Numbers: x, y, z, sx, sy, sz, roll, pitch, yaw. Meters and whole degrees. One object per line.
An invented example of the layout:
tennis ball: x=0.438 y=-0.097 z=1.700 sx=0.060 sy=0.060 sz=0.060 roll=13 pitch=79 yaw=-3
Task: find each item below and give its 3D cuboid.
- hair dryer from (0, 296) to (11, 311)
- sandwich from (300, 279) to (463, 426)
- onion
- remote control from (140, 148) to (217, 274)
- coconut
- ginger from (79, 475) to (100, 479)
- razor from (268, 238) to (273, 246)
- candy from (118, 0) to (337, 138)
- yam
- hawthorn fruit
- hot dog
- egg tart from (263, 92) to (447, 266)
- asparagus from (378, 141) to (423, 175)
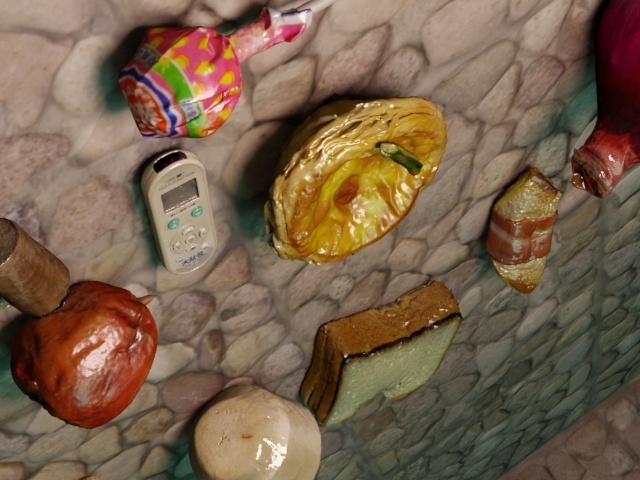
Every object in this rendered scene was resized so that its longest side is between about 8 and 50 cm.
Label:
hair dryer: x=-0.435 y=0.133 z=1.284 sx=0.237 sy=0.075 sz=0.206 roll=-40 pitch=159 yaw=-14
sandwich: x=0.106 y=0.210 z=1.949 sx=0.273 sy=0.095 sz=0.249 roll=-19 pitch=145 yaw=-30
onion: x=0.511 y=-0.210 z=1.571 sx=0.385 sy=0.348 sz=0.347 roll=-45 pitch=150 yaw=8
remote control: x=-0.174 y=-0.034 z=1.346 sx=0.078 sy=0.042 sz=0.221 roll=-28 pitch=148 yaw=-17
coconut: x=-0.102 y=0.347 z=1.805 sx=0.202 sy=0.202 sz=0.222 roll=-42 pitch=149 yaw=6
ginger: x=-0.393 y=0.402 z=1.723 sx=0.097 sy=0.030 sz=0.048 roll=-15 pitch=116 yaw=-32
razor: x=0.003 y=0.004 z=1.607 sx=0.066 sy=0.033 sz=0.190 roll=-48 pitch=150 yaw=17
candy: x=-0.053 y=-0.225 z=1.179 sx=0.365 sy=0.124 sz=0.124 roll=-34 pitch=152 yaw=-26
yam: x=-0.337 y=0.028 z=1.209 sx=0.084 sy=0.084 sz=0.127 roll=-36 pitch=148 yaw=-5
hawthorn fruit: x=-0.295 y=0.138 z=1.351 sx=0.173 sy=0.173 sz=0.179 roll=10 pitch=99 yaw=-54
hot dog: x=0.347 y=-0.024 z=1.898 sx=0.123 sy=0.093 sz=0.262 roll=-11 pitch=126 yaw=-27
egg tart: x=0.033 y=-0.093 z=1.423 sx=0.294 sy=0.116 sz=0.295 roll=-30 pitch=149 yaw=-20
asparagus: x=0.100 y=-0.102 z=1.345 sx=0.021 sy=0.025 sz=0.108 roll=-39 pitch=153 yaw=16
